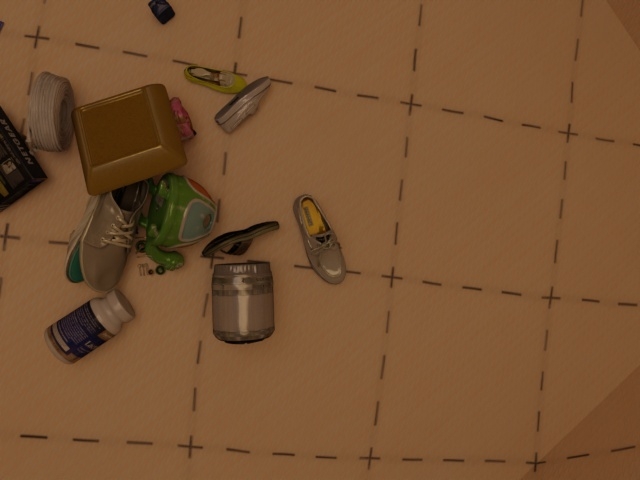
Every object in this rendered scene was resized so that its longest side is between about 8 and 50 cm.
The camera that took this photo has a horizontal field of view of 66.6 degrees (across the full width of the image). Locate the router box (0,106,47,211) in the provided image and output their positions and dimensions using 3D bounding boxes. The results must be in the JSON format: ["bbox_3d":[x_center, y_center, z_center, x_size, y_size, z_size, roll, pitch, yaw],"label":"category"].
[{"bbox_3d":[-1.114,-0.275,1.639,0.242,0.081,0.309,-30,95,11],"label":"router box"}]

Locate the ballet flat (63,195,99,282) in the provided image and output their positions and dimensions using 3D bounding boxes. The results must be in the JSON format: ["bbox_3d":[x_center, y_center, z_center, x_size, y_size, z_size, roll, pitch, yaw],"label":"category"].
[{"bbox_3d":[-0.796,-0.047,1.711,0.139,0.139,0.401,24,82,-8],"label":"ballet flat"}]

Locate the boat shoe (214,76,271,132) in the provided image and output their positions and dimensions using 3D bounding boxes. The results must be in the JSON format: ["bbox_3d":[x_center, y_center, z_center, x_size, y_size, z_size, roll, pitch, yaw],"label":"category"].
[{"bbox_3d":[-0.277,-0.507,1.821,0.258,0.095,0.084,-40,127,-1],"label":"boat shoe"}]

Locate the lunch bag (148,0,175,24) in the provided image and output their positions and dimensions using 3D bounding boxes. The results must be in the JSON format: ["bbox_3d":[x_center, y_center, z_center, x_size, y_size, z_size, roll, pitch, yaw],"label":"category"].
[{"bbox_3d":[-0.578,-0.840,1.762,0.067,0.098,0.065,-40,93,-2],"label":"lunch bag"}]

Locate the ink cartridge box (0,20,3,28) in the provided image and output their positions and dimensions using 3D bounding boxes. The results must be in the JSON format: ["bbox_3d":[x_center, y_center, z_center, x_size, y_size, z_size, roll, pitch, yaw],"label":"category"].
[{"bbox_3d":[-1.283,-0.751,1.665,0.310,0.065,0.186,25,86,-10],"label":"ink cartridge box"}]

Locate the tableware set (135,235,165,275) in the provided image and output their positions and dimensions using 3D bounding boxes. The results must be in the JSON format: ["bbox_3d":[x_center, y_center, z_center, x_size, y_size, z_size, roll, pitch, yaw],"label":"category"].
[{"bbox_3d":[-0.620,0.054,1.781,0.103,0.024,0.154,-7,90,-10],"label":"tableware set"}]

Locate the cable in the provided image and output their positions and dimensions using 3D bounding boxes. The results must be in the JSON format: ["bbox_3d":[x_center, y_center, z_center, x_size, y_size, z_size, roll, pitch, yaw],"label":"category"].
[{"bbox_3d":[-0.892,-0.425,1.624,0.089,0.257,0.257,7,112,-13],"label":"cable"}]

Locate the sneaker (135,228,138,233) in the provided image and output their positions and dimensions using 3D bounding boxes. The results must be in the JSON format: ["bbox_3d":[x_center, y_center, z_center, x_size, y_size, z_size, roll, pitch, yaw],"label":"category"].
[{"bbox_3d":[-0.686,-0.056,1.761,0.071,0.068,0.170,21,94,-24],"label":"sneaker"}]

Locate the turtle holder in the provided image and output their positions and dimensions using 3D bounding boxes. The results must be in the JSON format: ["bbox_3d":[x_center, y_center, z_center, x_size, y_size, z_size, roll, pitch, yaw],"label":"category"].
[{"bbox_3d":[-0.494,-0.064,1.696,0.227,0.243,0.321,13,74,-35],"label":"turtle holder"}]

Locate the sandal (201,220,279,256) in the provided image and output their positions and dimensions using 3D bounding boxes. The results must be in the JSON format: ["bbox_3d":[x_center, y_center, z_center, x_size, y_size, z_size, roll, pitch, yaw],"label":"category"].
[{"bbox_3d":[-0.288,0.008,1.795,0.302,0.120,0.086,-19,106,-10],"label":"sandal"}]

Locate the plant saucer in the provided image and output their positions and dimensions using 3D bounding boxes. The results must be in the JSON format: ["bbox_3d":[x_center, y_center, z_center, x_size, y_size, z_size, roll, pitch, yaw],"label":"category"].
[{"bbox_3d":[-0.637,-0.349,1.576,0.332,0.081,0.333,-19,72,-4],"label":"plant saucer"}]

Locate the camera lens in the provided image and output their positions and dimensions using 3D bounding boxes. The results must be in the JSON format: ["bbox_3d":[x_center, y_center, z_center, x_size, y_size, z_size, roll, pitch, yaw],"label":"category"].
[{"bbox_3d":[-0.275,0.219,1.737,0.219,0.219,0.275,-2,89,-9],"label":"camera lens"}]

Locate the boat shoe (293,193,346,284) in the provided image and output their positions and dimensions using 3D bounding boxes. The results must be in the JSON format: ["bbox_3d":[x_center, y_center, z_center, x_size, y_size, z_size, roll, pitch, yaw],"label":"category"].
[{"bbox_3d":[0.007,-0.005,1.818,0.135,0.156,0.368,-20,92,-9],"label":"boat shoe"}]

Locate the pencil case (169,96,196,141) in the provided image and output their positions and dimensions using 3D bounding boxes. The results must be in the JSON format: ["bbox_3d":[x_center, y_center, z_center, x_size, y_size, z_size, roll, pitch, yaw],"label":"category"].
[{"bbox_3d":[-0.641,-0.363,1.710,0.385,0.167,0.160,-26,72,-9],"label":"pencil case"}]

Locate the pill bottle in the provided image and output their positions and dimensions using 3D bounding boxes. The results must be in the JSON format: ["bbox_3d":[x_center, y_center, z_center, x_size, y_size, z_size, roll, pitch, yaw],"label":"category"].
[{"bbox_3d":[-0.789,0.291,1.684,0.264,0.153,0.153,-35,95,-8],"label":"pill bottle"}]

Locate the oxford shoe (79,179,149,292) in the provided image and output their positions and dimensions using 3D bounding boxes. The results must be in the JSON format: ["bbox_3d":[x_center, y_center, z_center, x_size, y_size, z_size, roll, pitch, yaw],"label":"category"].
[{"bbox_3d":[-0.687,-0.038,1.634,0.169,0.130,0.450,14,93,-51],"label":"oxford shoe"}]

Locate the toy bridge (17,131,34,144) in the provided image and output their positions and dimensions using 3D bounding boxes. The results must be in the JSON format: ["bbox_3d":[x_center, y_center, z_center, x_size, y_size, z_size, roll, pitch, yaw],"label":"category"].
[{"bbox_3d":[-1.052,-0.366,1.692,0.188,0.063,0.026,22,85,2],"label":"toy bridge"}]

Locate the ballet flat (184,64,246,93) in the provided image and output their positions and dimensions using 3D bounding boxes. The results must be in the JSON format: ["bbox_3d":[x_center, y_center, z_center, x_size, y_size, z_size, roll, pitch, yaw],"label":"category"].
[{"bbox_3d":[-0.389,-0.600,1.801,0.230,0.077,0.077,11,87,-9],"label":"ballet flat"}]
